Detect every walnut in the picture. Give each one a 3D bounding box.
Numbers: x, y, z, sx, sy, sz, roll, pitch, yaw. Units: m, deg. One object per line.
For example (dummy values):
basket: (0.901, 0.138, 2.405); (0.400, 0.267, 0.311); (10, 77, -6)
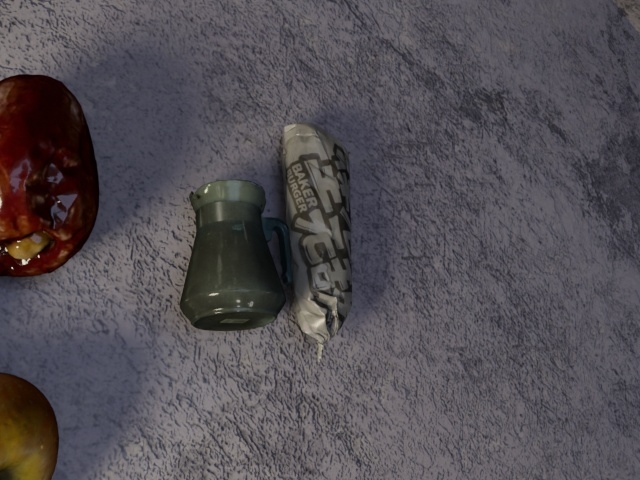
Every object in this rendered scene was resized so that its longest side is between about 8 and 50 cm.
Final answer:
walnut: (-0.445, -0.091, 0.968); (0.244, 0.221, 0.269); (-5, 65, -9)

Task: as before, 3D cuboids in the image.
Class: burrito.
burrito: (0.000, 0.000, 1.246); (0.139, 0.101, 0.445); (9, 71, -39)

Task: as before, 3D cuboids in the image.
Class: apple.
apple: (-0.453, 0.282, 0.866); (0.235, 0.173, 0.210); (-54, 148, -37)

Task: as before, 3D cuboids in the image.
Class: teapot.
teapot: (-0.135, 0.028, 1.133); (0.203, 0.171, 0.225); (10, 66, -38)
